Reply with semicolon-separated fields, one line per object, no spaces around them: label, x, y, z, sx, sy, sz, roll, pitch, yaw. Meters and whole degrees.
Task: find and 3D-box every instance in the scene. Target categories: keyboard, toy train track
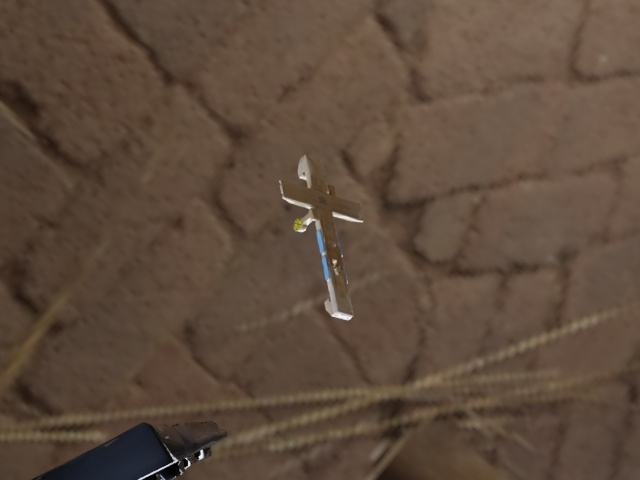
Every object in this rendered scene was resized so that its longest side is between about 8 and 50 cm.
keyboard;-0.117;0.110;0.568;0.192;0.038;0.100;-29;170;12
toy train track;0.000;0.000;0.855;0.048;0.083;0.014;16;139;-38
